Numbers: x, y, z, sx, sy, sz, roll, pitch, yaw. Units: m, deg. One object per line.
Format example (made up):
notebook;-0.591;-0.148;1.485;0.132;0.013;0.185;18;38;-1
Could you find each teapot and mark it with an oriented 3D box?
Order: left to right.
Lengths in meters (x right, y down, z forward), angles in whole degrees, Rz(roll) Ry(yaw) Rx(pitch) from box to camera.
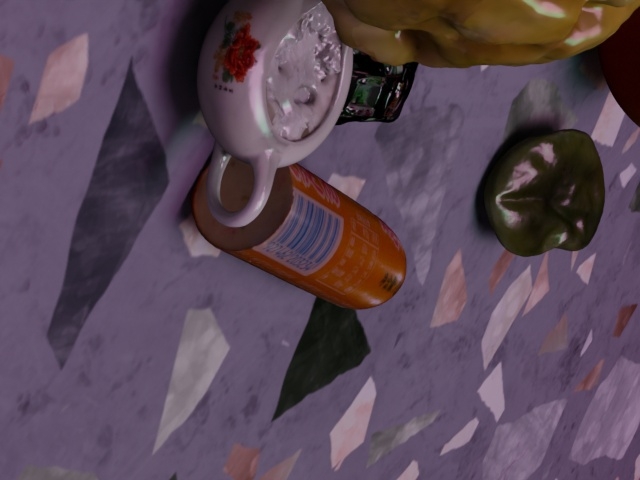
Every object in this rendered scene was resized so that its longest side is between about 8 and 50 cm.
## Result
teapot;-0.038;-0.119;1.334;0.145;0.092;0.226;23;85;-51

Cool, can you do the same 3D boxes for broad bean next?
broad bean;0.249;-0.051;1.921;0.206;0.072;0.153;25;85;-62

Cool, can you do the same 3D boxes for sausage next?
sausage;0.000;0.000;1.518;0.093;0.093;0.312;-63;152;-1

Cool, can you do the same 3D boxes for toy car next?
toy car;0.043;-0.132;1.519;0.142;0.055;0.069;-8;124;-56

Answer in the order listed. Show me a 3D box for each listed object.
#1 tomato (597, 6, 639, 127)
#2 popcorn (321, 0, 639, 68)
tomato;0.429;-0.248;1.890;0.226;0.298;0.298;49;63;-17
popcorn;0.112;-0.314;1.154;0.344;0.354;0.390;-6;75;-59
